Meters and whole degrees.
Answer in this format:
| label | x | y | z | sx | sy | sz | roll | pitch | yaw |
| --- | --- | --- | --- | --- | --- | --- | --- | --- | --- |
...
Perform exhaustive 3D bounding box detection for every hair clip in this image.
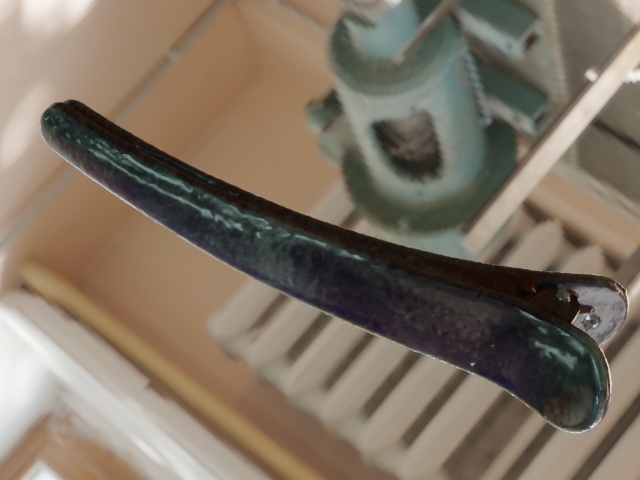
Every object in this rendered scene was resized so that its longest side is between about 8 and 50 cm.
| label | x | y | z | sx | sy | sz | roll | pitch | yaw |
| --- | --- | --- | --- | --- | --- | --- | --- | --- | --- |
| hair clip | 0.000 | 0.000 | 0.693 | 0.275 | 0.083 | 0.048 | 23 | 126 | 3 |
